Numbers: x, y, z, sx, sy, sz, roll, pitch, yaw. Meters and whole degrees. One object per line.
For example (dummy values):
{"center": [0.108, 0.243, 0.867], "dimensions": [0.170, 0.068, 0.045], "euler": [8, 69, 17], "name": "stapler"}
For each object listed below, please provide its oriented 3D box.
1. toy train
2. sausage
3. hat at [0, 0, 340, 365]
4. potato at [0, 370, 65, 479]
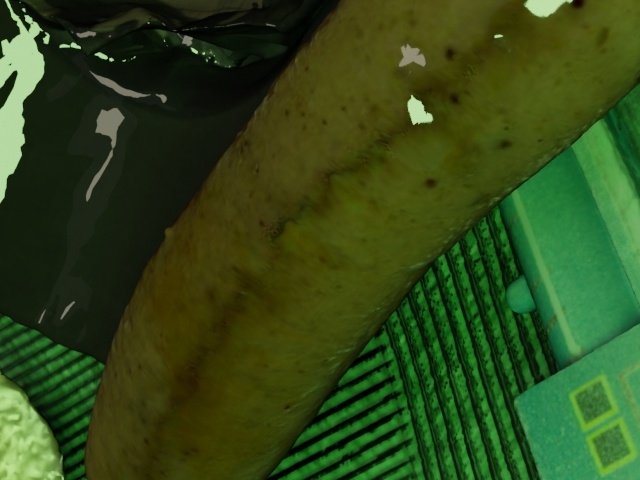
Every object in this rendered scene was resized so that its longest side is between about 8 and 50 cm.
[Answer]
{"center": [0.164, -0.006, 0.839], "dimensions": [0.194, 0.120, 0.298], "euler": [-35, 54, 27], "name": "toy train"}
{"center": [-0.003, -0.001, 0.860], "dimensions": [0.501, 0.136, 0.123], "euler": [-51, 33, 34], "name": "sausage"}
{"center": [-0.086, -0.120, 1.075], "dimensions": [0.366, 0.257, 0.382], "euler": [24, 123, 24], "name": "hat"}
{"center": [-0.264, 0.205, 1.070], "dimensions": [0.111, 0.160, 0.272], "euler": [149, 142, -77], "name": "potato"}
